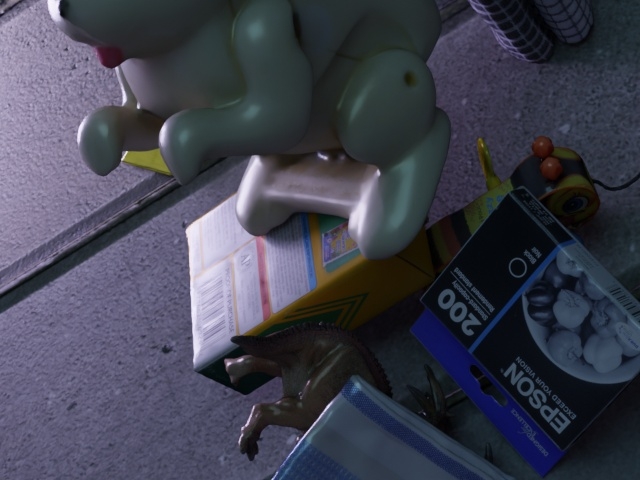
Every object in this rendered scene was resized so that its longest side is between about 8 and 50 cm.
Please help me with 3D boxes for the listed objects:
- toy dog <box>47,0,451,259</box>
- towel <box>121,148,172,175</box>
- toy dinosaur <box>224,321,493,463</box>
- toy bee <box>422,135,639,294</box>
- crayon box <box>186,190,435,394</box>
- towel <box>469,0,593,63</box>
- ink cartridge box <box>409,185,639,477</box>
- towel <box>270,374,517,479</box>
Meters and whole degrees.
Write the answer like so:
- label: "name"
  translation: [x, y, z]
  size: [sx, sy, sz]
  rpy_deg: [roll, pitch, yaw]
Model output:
- label: "toy dog"
  translation: [-0.070, -0.211, 1.282]
  size: [0.284, 0.408, 0.395]
  rpy_deg: [25, 85, 52]
- label: "towel"
  translation: [-0.163, -0.192, 1.751]
  size: [0.102, 0.021, 0.237]
  rpy_deg: [15, 74, 38]
- label: "toy dinosaur"
  translation: [0.030, 0.158, 1.351]
  size: [0.200, 0.295, 0.127]
  rpy_deg: [-27, 26, 11]
- label: "toy bee"
  translation: [0.211, -0.043, 1.393]
  size: [0.298, 0.162, 0.195]
  rpy_deg: [-43, 52, 2]
- label: "crayon box"
  translation: [0.000, 0.000, 1.462]
  size: [0.323, 0.083, 0.203]
  rpy_deg: [-34, 44, 29]
- label: "towel"
  translation: [0.177, -0.357, 1.527]
  size: [0.121, 0.235, 0.283]
  rpy_deg: [-29, 55, 19]
- label: "ink cartridge box"
  translation: [0.195, 0.092, 1.317]
  size: [0.206, 0.045, 0.208]
  rpy_deg: [48, 122, 21]
- label: "towel"
  translation: [0.031, 0.288, 1.300]
  size: [0.285, 0.209, 0.034]
  rpy_deg: [-53, 16, 0]
